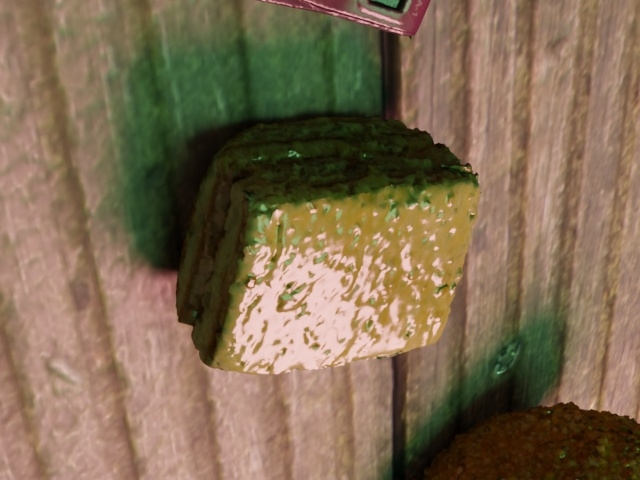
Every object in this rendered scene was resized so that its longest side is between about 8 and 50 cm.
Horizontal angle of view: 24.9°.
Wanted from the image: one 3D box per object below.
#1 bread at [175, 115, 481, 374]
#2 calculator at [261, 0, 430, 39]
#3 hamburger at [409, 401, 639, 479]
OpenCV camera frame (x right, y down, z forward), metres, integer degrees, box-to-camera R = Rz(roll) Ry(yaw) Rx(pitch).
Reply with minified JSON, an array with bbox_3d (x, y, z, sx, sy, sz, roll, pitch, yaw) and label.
[{"bbox_3d":[0.000,0.000,0.912,0.196,0.102,0.138,-10,122,-39],"label":"bread"},{"bbox_3d":[0.013,-0.192,0.834,0.190,0.034,0.127,7,114,-43],"label":"calculator"},{"bbox_3d":[0.205,0.276,1.200,0.276,0.294,0.179,-35,156,-4],"label":"hamburger"}]
